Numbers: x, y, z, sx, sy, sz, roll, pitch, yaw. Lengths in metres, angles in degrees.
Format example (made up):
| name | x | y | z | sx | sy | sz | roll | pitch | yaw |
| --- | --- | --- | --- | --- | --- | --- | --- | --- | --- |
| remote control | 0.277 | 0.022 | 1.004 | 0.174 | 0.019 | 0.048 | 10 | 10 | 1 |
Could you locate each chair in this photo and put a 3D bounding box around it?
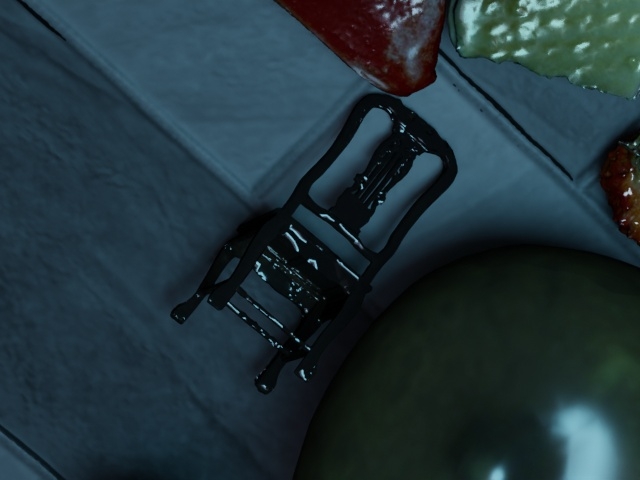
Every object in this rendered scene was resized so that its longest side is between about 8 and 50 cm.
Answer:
| name | x | y | z | sx | sy | sz | roll | pitch | yaw |
| --- | --- | --- | --- | --- | --- | --- | --- | --- | --- |
| chair | 0.000 | 0.000 | 1.240 | 0.106 | 0.113 | 0.229 | 42 | 69 | -11 |

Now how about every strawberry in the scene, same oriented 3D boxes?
| name | x | y | z | sx | sy | sz | roll | pitch | yaw |
| --- | --- | --- | --- | --- | --- | --- | --- | --- | --- |
| strawberry | 0.282 | -0.034 | 1.222 | 0.104 | 0.048 | 0.152 | -39 | 117 | 9 |

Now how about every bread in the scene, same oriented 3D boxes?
| name | x | y | z | sx | sy | sz | roll | pitch | yaw |
| --- | --- | --- | --- | --- | --- | --- | --- | --- | --- |
| bread | 0.211 | -0.185 | 1.156 | 0.232 | 0.064 | 0.172 | -29 | 113 | 9 |

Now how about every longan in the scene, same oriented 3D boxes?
| name | x | y | z | sx | sy | sz | roll | pitch | yaw |
| --- | --- | --- | --- | --- | --- | --- | --- | --- | --- |
| longan | 0.150 | 0.177 | 1.151 | 0.361 | 0.361 | 0.361 | 1 | 110 | 3 |

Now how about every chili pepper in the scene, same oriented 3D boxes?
| name | x | y | z | sx | sy | sz | roll | pitch | yaw |
| --- | --- | --- | --- | --- | --- | --- | --- | --- | --- |
| chili pepper | 0.020 | -0.222 | 1.149 | 0.252 | 0.136 | 0.144 | 46 | 63 | -22 |
